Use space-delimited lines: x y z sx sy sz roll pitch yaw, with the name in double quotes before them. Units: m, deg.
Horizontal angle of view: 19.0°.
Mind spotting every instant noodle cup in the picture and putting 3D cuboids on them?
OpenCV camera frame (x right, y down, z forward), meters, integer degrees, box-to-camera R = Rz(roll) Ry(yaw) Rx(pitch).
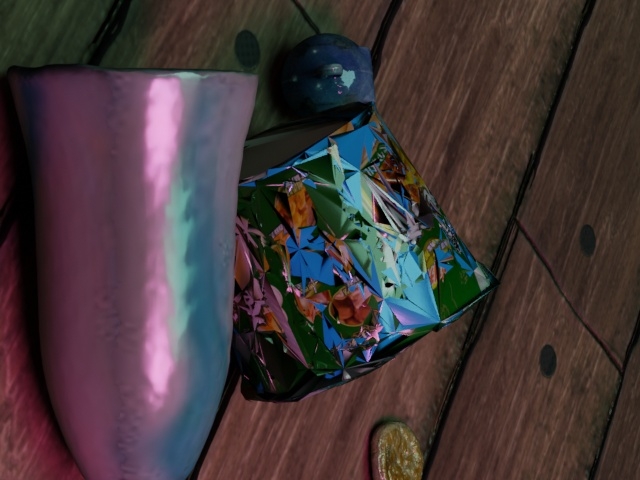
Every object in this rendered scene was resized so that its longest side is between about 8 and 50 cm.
"instant noodle cup" 0.000 0.000 1.567 0.240 0.240 0.178 -40 109 -48

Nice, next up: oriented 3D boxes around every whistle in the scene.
"whistle" 0.006 -0.140 1.713 0.158 0.090 0.090 119 -29 -84

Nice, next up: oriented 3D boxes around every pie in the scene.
"pie" 0.070 0.210 1.797 0.084 0.021 0.084 18 68 -53

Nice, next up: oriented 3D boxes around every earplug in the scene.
"earplug" -0.142 0.034 1.422 0.185 0.185 0.324 -4 97 -54
